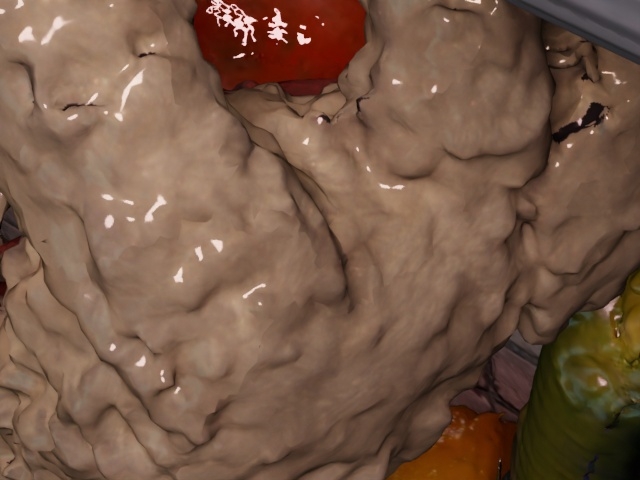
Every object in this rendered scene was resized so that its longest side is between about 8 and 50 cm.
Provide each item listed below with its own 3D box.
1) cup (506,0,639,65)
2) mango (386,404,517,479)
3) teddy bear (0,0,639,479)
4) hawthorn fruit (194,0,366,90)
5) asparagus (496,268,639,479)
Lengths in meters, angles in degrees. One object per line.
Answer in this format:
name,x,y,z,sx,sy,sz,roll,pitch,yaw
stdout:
cup,0.122,-0.206,0.511,0.311,0.256,0.331,32,113,26
mango,0.095,0.220,1.342,0.350,0.199,0.201,54,-171,-51
teddy bear,0.015,-0.025,0.785,0.224,0.367,0.357,55,152,19
hawthorn fruit,-0.011,-0.083,0.968,0.250,0.215,0.215,49,158,-5
asparagus,0.171,0.073,1.019,0.382,0.128,0.108,93,171,-59
